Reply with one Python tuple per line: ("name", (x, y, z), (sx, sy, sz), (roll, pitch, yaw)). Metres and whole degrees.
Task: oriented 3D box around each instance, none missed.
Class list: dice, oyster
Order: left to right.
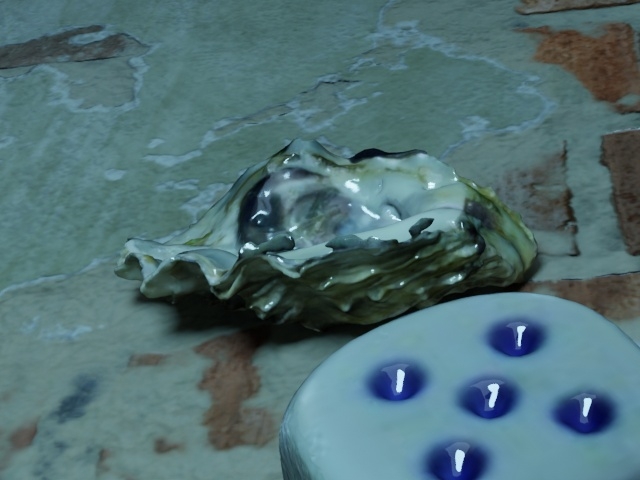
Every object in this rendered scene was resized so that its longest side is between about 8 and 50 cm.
("oyster", (0.000, 0.002, 1.037), (0.351, 0.114, 0.238), (-2, 24, 5))
("dice", (0.094, 0.154, 0.684), (0.192, 0.193, 0.194), (-18, 32, -15))
